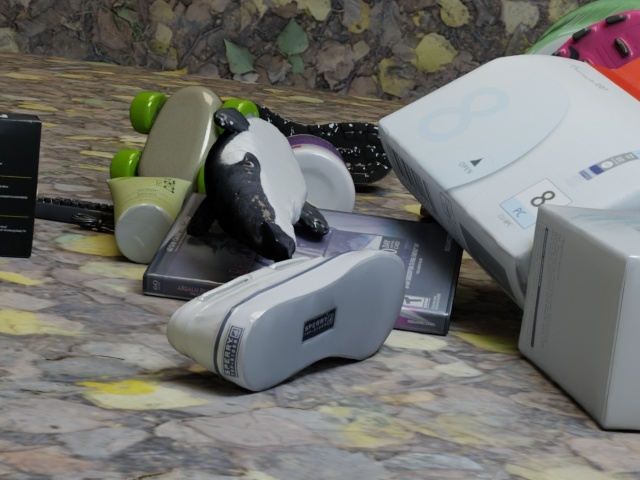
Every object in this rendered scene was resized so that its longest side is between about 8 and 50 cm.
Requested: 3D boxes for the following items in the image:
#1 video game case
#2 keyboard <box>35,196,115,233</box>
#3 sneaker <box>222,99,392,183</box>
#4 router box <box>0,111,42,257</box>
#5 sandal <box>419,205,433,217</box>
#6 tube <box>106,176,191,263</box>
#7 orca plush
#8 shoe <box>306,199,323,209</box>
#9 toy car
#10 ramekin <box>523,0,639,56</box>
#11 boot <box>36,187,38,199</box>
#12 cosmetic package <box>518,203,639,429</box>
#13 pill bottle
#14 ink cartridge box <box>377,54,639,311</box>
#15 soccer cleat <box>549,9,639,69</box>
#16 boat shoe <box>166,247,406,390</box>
[{"bbox_3d":[-0.009,0.018,1.606,0.274,0.026,0.196,8,25,6],"label":"video game case"},{"bbox_3d":[-0.222,-0.026,1.861,0.180,0.023,0.108,8,10,13],"label":"keyboard"},{"bbox_3d":[-0.039,-0.118,2.360,0.283,0.107,0.124,11,-5,3],"label":"sneaker"},{"bbox_3d":[-0.355,-0.057,1.624,0.179,0.133,0.046,4,11,-17],"label":"router box"},{"bbox_3d":[0.178,-0.057,2.180,0.090,0.060,0.219,8,10,11],"label":"sandal"},{"bbox_3d":[-0.179,-0.037,1.780,0.070,0.062,0.240,42,7,-12],"label":"tube"},{"bbox_3d":[-0.069,-0.019,1.587,0.151,0.102,0.287,42,16,-34],"label":"orca plush"},{"bbox_3d":[0.000,0.000,1.744,0.076,0.058,0.219,3,10,-21],"label":"shoe"},{"bbox_3d":[-0.127,-0.084,2.059,0.155,0.149,0.188,8,-18,30],"label":"toy car"},{"bbox_3d":[0.362,-0.142,2.134,0.303,0.303,0.148,11,17,23],"label":"ramekin"},{"bbox_3d":[-0.345,-0.083,1.931,0.059,0.085,0.158,4,8,-4],"label":"boot"},{"bbox_3d":[0.301,0.061,1.370,0.224,0.138,0.225,4,11,-11],"label":"cosmetic package"},{"bbox_3d":[-0.019,-0.062,1.943,0.108,0.108,0.193,6,10,-3],"label":"pill bottle"},{"bbox_3d":[0.283,-0.111,1.620,0.385,0.091,0.308,-30,33,-6],"label":"ink cartridge box"},{"bbox_3d":[0.289,-0.131,2.013,0.143,0.331,0.116,20,29,-55],"label":"soccer cleat"},{"bbox_3d":[-0.021,0.049,1.347,0.084,0.095,0.258,17,13,29],"label":"boat shoe"}]
